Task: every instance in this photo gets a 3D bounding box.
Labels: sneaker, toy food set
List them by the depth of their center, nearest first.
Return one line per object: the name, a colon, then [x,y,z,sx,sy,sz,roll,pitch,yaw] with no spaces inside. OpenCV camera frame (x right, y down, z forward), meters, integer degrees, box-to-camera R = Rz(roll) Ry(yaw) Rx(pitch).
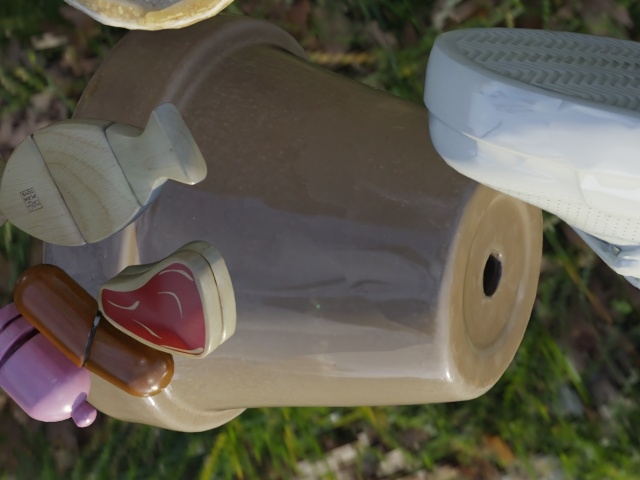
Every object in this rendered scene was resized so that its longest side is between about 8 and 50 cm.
toy food set: [-0.061,0.009,0.434,0.122,0.019,0.078,-7,109,40]
sneaker: [0.148,0.024,0.682,0.292,0.108,0.169,10,113,-27]

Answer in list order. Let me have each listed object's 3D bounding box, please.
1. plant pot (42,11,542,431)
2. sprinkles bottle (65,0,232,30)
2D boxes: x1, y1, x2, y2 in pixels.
plant pot: [0.000,0.000,1.089,0.229,0.263,0.263,10,129,28]
sprinkles bottle: [-0.065,-0.219,0.947,0.121,0.355,0.121,2,116,4]
